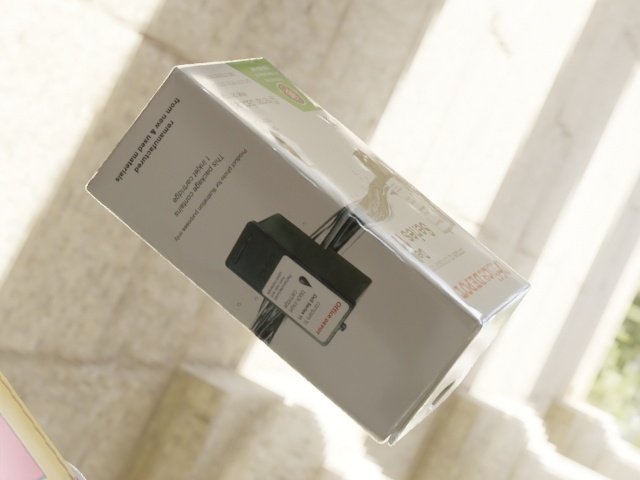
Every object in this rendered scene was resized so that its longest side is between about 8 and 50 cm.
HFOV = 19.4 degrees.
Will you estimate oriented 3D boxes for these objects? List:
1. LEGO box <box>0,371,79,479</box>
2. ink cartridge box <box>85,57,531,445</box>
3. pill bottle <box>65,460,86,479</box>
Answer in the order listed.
[{"bbox_3d":[-0.273,0.037,0.253,0.193,0.372,0.500,-39,174,17],"label":"LEGO box"},{"bbox_3d":[0.000,0.000,1.003,0.087,0.208,0.153,-51,172,16],"label":"ink cartridge box"},{"bbox_3d":[-0.218,0.205,1.225,0.160,0.087,0.087,-38,-179,34],"label":"pill bottle"}]
